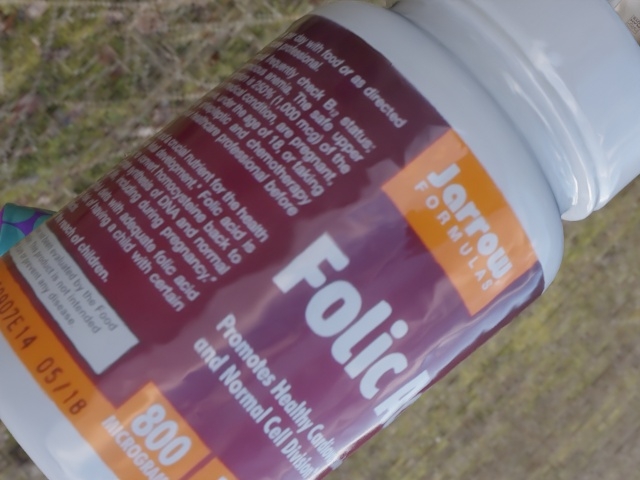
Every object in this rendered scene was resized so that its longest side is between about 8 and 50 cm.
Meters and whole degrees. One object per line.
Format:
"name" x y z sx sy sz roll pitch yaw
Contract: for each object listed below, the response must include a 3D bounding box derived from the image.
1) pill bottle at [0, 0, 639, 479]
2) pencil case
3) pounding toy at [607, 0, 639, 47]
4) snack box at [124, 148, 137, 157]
"pill bottle" 0.000 0.000 0.726 0.392 0.224 0.224 -40 159 -7
"pencil case" -0.190 0.017 0.957 0.152 0.064 0.070 14 103 -24
"pounding toy" 0.357 -0.212 1.226 0.269 0.155 0.154 -49 176 32
"snack box" -0.111 -0.088 1.206 0.141 0.100 0.037 -31 118 -53
